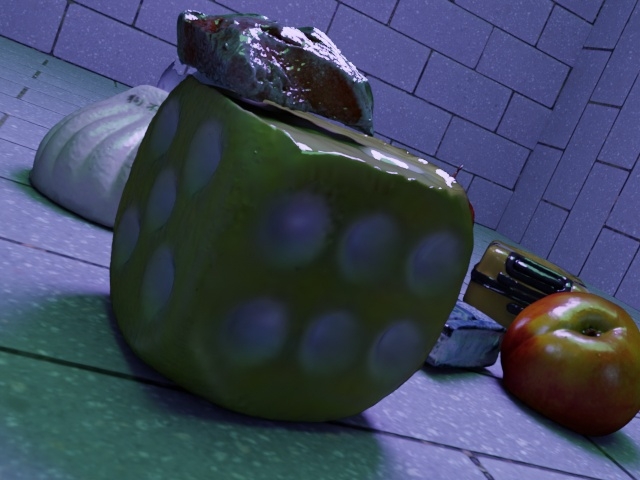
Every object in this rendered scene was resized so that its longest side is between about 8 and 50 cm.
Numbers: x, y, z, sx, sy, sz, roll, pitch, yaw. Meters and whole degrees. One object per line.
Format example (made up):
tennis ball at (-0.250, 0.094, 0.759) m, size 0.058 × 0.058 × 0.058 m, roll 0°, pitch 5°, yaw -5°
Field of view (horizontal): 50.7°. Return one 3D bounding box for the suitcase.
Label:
suitcase at (0.352, 0.098, 1.184) m, size 0.193 × 0.143 × 0.235 m, roll 26°, pitch 10°, yaw 13°

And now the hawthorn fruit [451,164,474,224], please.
hawthorn fruit at (0.248, -0.058, 1.469) m, size 0.207 × 0.243 × 0.207 m, roll 22°, pitch 13°, yaw -6°

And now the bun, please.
bun at (-0.241, -0.120, 0.920) m, size 0.263 × 0.175 × 0.263 m, roll 21°, pitch 11°, yaw -4°

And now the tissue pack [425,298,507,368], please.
tissue pack at (0.116, 0.088, 0.915) m, size 0.235 × 0.073 × 0.173 m, roll 30°, pitch 12°, yaw 36°

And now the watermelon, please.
watermelon at (-0.037, -0.141, 0.534) m, size 0.187 × 0.071 × 0.139 m, roll 22°, pitch 17°, yaw 3°

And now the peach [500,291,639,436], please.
peach at (0.324, 0.165, 0.873) m, size 0.190 × 0.193 × 0.190 m, roll -1°, pitch 42°, yaw 1°

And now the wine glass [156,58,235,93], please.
wine glass at (-0.178, -0.194, 1.189) m, size 0.190 × 0.191 × 0.357 m, roll 24°, pitch -10°, yaw 1°

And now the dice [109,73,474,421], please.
dice at (-0.033, 0.004, 0.588) m, size 0.238 × 0.227 × 0.233 m, roll 14°, pitch 13°, yaw -33°
